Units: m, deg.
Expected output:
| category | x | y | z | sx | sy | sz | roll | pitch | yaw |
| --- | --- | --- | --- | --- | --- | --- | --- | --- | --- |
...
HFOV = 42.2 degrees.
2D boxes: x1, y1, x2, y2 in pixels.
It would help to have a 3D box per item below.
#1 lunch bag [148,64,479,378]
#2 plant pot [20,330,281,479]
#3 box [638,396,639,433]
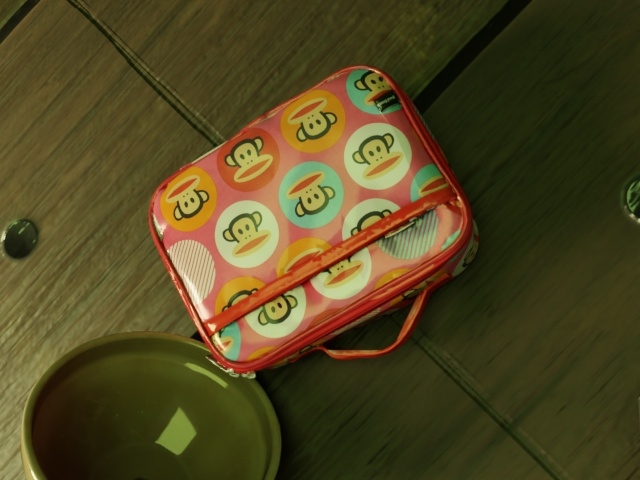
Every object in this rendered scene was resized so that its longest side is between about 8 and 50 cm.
| category | x | y | z | sx | sy | sz | roll | pitch | yaw |
| --- | --- | --- | --- | --- | --- | --- | --- | --- | --- |
| lunch bag | 0.000 | 0.000 | 0.816 | 0.293 | 0.120 | 0.258 | -31 | 74 | 8 |
| plant pot | -0.164 | 0.208 | 0.792 | 0.237 | 0.237 | 0.110 | 39 | 132 | 22 |
| box | 0.363 | 0.177 | 0.653 | 0.203 | 0.103 | 0.114 | -3 | 76 | 18 |
